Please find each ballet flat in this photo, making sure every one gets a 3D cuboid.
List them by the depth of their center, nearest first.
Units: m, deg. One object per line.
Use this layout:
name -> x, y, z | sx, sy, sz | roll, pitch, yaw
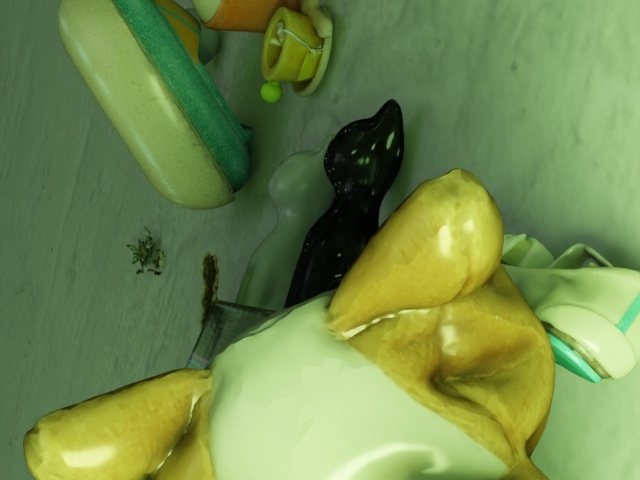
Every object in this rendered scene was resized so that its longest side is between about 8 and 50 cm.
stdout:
ballet flat -> 0.136, 0.036, 1.081 | 0.248, 0.086, 0.086 | -165, 85, -66

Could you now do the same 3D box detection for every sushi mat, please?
sushi mat -> -0.105, 0.112, 1.557 | 0.316, 0.019, 0.151 | 105, 172, -78

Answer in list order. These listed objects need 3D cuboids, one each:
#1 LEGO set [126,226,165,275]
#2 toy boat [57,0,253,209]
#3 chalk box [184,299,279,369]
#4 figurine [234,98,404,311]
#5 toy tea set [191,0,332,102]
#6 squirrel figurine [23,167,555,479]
LEGO set -> -0.195, 0.017, 1.959 | 0.083, 0.023, 0.054 | 49, 130, 46
toy boat -> -0.157, -0.173, 1.737 | 0.267, 0.148, 0.318 | 58, 178, -16
chalk box -> -0.037, 0.172, 1.220 | 0.132, 0.132, 0.213 | 8, 63, 30
figurine -> 0.000, 0.000, 1.417 | 0.215, 0.092, 0.209 | -18, 56, 66
toy tea set -> -0.037, -0.306, 1.561 | 0.200, 0.124, 0.336 | -123, 47, -59
squirrel figurine -> 0.070, 0.225, 0.956 | 0.370, 0.281, 0.397 | 61, -178, 21
